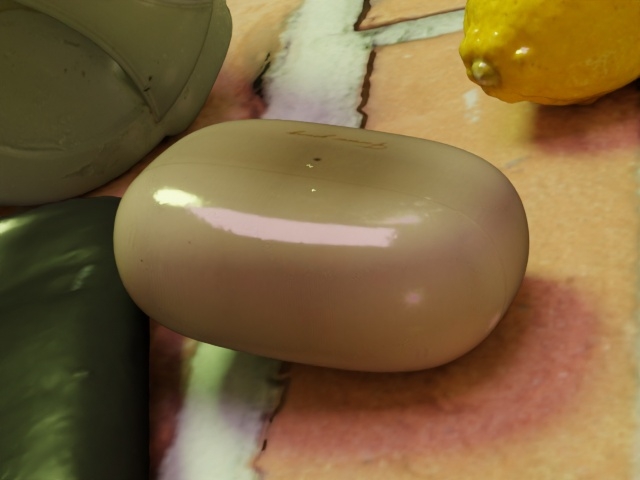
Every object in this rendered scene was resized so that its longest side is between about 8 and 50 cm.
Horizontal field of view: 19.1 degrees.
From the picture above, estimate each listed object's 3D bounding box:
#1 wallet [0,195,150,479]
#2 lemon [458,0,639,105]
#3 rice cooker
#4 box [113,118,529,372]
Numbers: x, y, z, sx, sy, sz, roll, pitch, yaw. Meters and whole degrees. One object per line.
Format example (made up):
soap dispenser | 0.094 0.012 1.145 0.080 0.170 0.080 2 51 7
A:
wallet | -0.183 0.116 0.872 0.228 0.062 0.406 -16 29 4
lemon | 0.143 -0.134 1.075 0.155 0.114 0.114 -33 32 -19
rice cooker | -0.218 -0.168 1.181 0.288 0.288 0.277 -34 34 -27
box | 0.000 0.000 0.921 0.200 0.088 0.146 9 29 21
